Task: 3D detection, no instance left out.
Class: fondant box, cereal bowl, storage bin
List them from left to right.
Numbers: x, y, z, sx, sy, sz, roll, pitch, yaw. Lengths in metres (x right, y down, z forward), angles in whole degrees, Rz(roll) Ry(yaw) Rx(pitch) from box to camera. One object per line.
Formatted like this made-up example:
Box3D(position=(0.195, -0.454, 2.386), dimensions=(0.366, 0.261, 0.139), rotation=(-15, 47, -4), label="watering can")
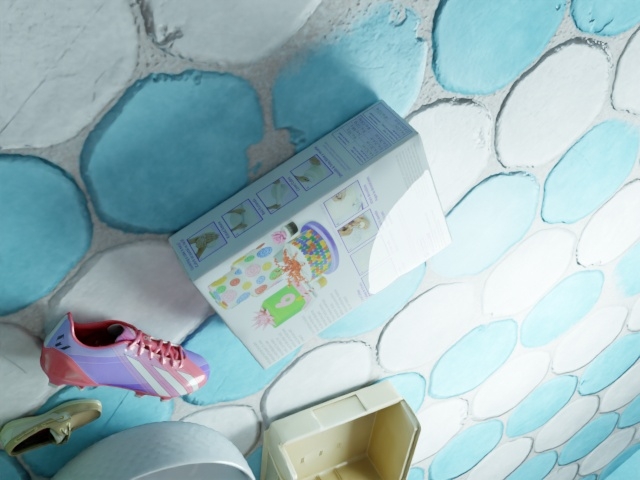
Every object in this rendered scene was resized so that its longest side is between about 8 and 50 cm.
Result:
Box3D(position=(-0.275, 0.390, 1.117), dimensions=(0.339, 0.141, 0.339), rotation=(-20, 136, -20), label="cereal bowl")
Box3D(position=(0.000, 0.000, 0.990), dimensions=(0.330, 0.096, 0.238), rotation=(-34, 140, -5), label="fondant box")
Box3D(position=(0.032, 0.412, 1.375), dimensions=(0.262, 0.123, 0.260), rotation=(-15, 135, -24), label="storage bin")

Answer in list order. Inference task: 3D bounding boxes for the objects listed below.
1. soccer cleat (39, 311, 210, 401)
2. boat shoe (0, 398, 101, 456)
Box3D(position=(-0.241, 0.151, 0.971), dimensions=(0.248, 0.083, 0.095), rotation=(14, 114, -40), label="soccer cleat")
Box3D(position=(-0.361, 0.257, 1.004), dimensions=(0.135, 0.045, 0.050), rotation=(-17, 136, -23), label="boat shoe")
